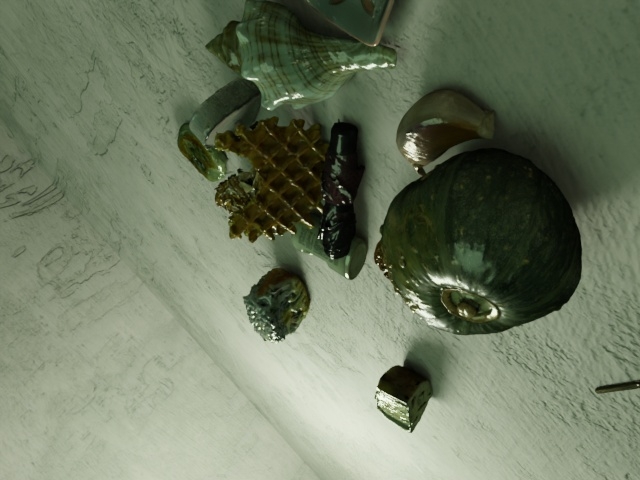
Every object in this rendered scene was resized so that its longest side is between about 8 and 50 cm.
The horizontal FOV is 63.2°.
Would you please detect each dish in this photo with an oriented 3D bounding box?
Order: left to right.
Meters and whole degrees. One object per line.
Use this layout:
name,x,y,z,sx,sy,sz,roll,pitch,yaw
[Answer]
dish,0.067,-0.418,0.747,0.154,0.064,0.234,39,150,10

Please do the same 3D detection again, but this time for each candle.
candle,-0.201,-0.285,1.166,0.068,0.192,0.168,44,106,3

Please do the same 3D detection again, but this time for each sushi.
sushi,-0.135,0.197,1.616,0.139,0.184,0.274,21,141,33

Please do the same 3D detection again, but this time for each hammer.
hammer,0.613,0.256,0.944,0.058,0.029,0.292,46,152,2

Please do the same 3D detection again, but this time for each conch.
conch,-0.056,-0.313,0.934,0.386,0.170,0.203,31,172,25

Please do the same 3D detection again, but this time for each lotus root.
lotus root,0.244,0.458,1.526,0.119,0.138,0.235,31,148,32

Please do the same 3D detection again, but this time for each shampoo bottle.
shampoo bottle,0.000,0.000,1.312,0.234,0.087,0.118,29,140,26

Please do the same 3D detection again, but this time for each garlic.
garlic,0.190,-0.172,0.881,0.128,0.090,0.198,35,146,-7

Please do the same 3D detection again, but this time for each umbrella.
umbrella,0.043,-0.102,1.117,0.090,0.094,0.326,17,127,18

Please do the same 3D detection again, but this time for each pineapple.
pineapple,-0.158,-0.093,1.280,0.334,0.158,0.161,-25,78,47

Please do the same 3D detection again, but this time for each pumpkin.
pumpkin,0.245,0.005,0.854,0.291,0.257,0.327,43,145,-22

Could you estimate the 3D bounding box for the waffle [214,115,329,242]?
waffle,-0.092,-0.135,1.132,0.069,0.259,0.293,-122,27,-49

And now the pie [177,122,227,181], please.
pie,-0.337,-0.245,1.470,0.187,0.041,0.187,30,147,22

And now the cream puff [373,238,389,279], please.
cream puff,0.179,0.041,1.135,0.133,0.104,0.119,-10,113,54
